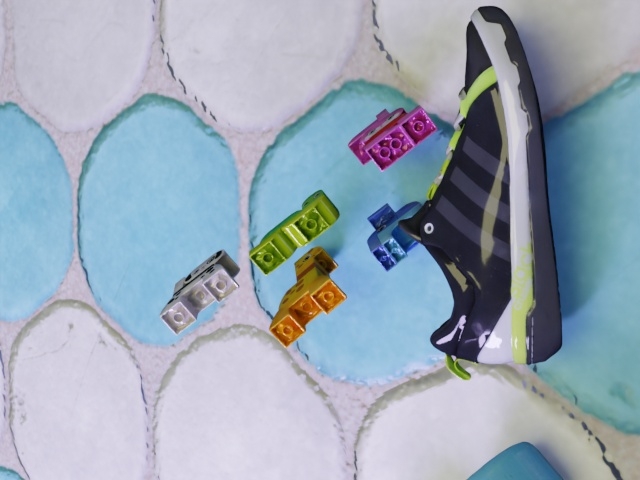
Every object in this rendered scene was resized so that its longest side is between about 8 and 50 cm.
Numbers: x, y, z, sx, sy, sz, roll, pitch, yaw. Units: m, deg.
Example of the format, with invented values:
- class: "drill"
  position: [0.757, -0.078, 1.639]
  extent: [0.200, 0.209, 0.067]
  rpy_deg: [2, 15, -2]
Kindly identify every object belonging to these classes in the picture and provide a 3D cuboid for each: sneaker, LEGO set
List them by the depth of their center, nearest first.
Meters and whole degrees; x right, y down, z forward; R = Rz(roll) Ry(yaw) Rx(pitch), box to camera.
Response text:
- class: "sneaker"
  position: [0.094, -0.028, 0.619]
  extent: [0.097, 0.084, 0.235]
  rpy_deg: [-6, 90, 14]
- class: "LEGO set"
  position: [0.000, 0.000, 0.714]
  extent: [0.227, 0.093, 0.087]
  rpy_deg: [-37, 106, 7]

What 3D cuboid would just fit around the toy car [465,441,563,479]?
- class: "toy car"
  position: [0.090, 0.271, 0.564]
  extent: [0.219, 0.238, 0.210]
  rpy_deg: [52, 122, 24]
